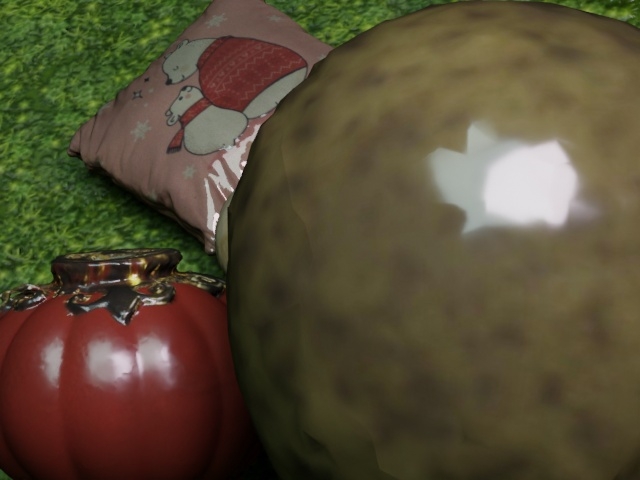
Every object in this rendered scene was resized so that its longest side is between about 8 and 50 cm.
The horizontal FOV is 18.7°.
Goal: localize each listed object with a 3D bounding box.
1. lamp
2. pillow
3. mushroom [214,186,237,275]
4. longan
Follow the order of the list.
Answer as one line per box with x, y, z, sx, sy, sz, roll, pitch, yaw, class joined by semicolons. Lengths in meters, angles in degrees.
-0.140;0.111;1.396;0.226;0.227;0.227;-10;48;11;lamp
-0.077;-0.106;1.641;0.223;0.084;0.236;32;68;36;pillow
0.000;0.000;1.486;0.166;0.166;0.127;-9;89;12;mushroom
0.128;0.038;1.252;0.391;0.391;0.391;-10;48;11;longan
